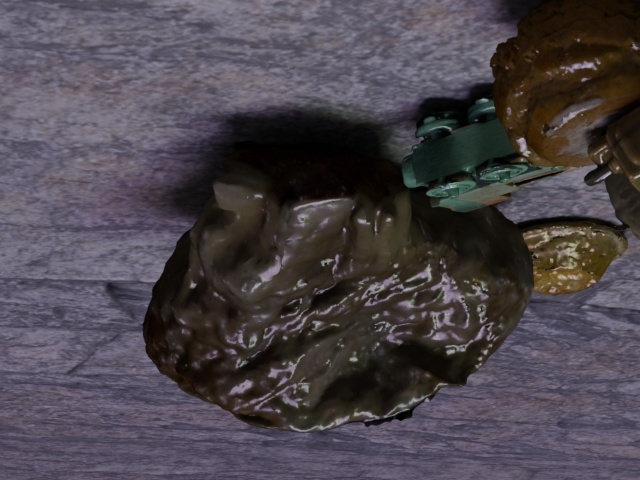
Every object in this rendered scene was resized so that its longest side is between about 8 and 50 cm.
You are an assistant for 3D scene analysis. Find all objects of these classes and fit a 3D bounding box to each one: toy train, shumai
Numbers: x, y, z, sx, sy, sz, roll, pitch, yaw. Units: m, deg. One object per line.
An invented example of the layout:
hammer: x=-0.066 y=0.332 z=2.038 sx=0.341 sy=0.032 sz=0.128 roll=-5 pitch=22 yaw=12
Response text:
toy train: x=0.152 y=-0.074 z=1.465 sx=0.176 sy=0.074 sz=0.118 roll=-18 pitch=166 yaw=31
shumai: x=-0.001 y=-0.003 z=1.601 sx=0.346 sy=0.217 sz=0.283 roll=-13 pitch=133 yaw=4

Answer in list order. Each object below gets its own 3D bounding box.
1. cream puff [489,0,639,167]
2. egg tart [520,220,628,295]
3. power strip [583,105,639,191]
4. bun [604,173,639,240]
cream puff: x=0.176 y=-0.113 z=1.275 sx=0.126 sy=0.103 sz=0.144 roll=-22 pitch=162 yaw=10
egg tart: x=0.225 y=0.018 z=1.789 sx=0.129 sy=0.049 sz=0.129 roll=-1 pitch=161 yaw=0
power strip: x=0.301 y=-0.111 z=1.208 sx=0.305 sy=0.044 sz=0.064 roll=-31 pitch=156 yaw=16
bun: x=0.300 y=-0.048 z=1.390 sx=0.173 sy=0.166 sz=0.113 roll=7 pitch=160 yaw=29
